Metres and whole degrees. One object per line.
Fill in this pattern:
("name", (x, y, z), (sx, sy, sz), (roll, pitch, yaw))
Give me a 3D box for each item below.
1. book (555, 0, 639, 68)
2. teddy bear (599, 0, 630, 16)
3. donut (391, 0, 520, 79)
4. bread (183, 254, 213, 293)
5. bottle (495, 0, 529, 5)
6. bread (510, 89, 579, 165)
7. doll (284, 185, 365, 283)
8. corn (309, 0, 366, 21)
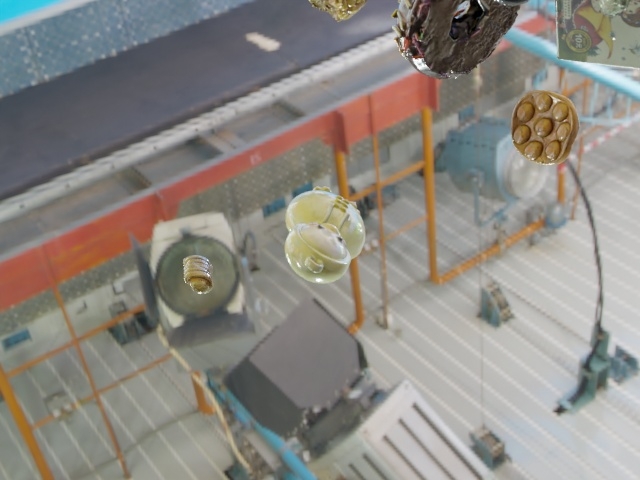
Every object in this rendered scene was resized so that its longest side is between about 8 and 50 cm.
("book", (0.536, -0.377, 1.590), (0.322, 0.228, 0.018), (13, -133, 29))
("teddy bear", (0.428, -0.419, 1.347), (0.133, 0.213, 0.111), (-1, -179, 31))
("donut", (0.242, -0.411, 1.738), (0.269, 0.270, 0.103), (-27, -130, -23))
("bread", (-0.182, 0.049, 1.463), (0.034, 0.049, 0.088), (-51, -163, 12))
("bottle", (0.276, -0.453, 1.382), (0.082, 0.072, 0.245), (-25, -126, 46))
("bread", (0.317, -0.160, 1.383), (0.110, 0.110, 0.024), (24, -156, 33))
("doll", (0.007, -0.009, 1.555), (0.141, 0.117, 0.296), (36, -168, -8))
("corn", (0.051, -0.413, 1.243), (0.106, 0.106, 0.293), (13, -101, 24))
